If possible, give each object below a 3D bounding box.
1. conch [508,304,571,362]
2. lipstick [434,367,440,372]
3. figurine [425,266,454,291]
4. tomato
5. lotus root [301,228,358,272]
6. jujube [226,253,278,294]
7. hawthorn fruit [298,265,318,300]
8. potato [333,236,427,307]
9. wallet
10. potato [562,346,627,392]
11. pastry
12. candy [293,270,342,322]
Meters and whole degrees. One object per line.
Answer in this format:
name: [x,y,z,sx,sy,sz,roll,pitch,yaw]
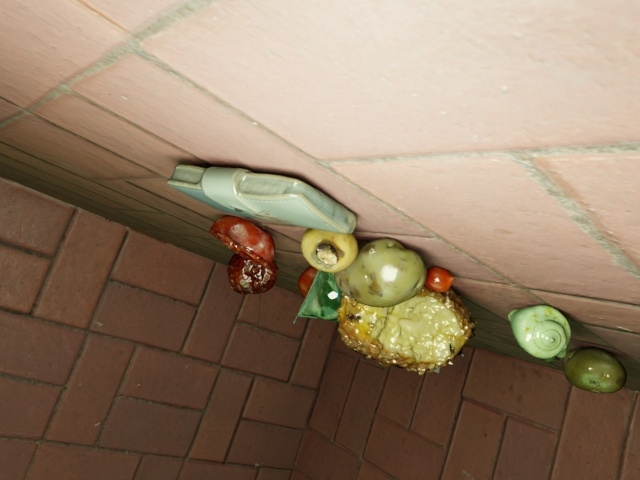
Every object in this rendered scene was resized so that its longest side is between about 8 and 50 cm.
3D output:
conch: [0.583,0.250,1.399,0.144,0.137,0.250,16,170,13]
lipstick: [0.389,0.312,1.763,0.078,0.252,0.079,20,169,-13]
figurine: [0.273,0.091,1.336,0.140,0.068,0.075,8,163,23]
tomato: [-0.229,-0.008,1.636,0.228,0.101,0.228,26,167,6]
lotus root: [0.019,0.014,1.163,0.125,0.118,0.221,-17,-168,1]
jujube: [-0.280,0.132,2.168,0.213,0.212,0.232,21,174,-11]
hawthorn fruit: [0.006,0.171,1.966,0.189,0.189,0.189,18,170,3]
potato: [0.134,0.078,1.239,0.165,0.164,0.262,24,162,-28]
wallet: [-0.127,-0.085,1.078,0.360,0.083,0.252,10,173,34]
potato: [0.918,0.439,1.770,0.174,0.159,0.251,41,-178,9]
pastry: [0.233,0.236,1.557,0.405,0.292,0.337,11,-178,-11]
candy: [0.139,0.224,1.787,0.398,0.262,0.172,20,-155,1]
